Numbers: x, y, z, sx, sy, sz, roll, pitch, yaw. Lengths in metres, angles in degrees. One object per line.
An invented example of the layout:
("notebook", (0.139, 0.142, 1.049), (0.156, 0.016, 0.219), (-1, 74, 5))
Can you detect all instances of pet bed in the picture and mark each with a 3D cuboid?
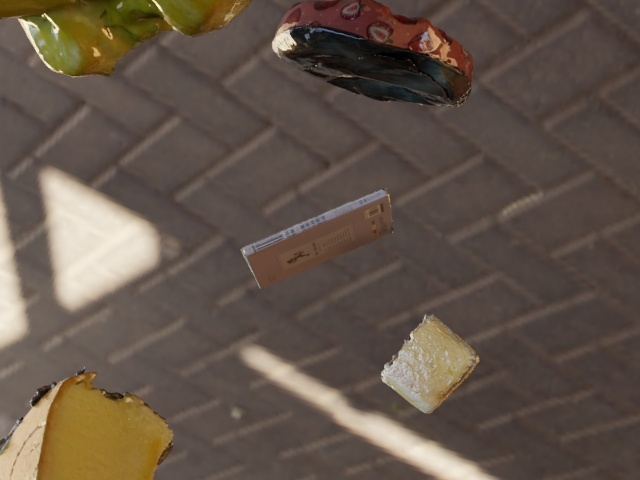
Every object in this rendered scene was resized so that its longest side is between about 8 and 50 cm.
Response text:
("pet bed", (0.050, -0.169, 1.286), (0.201, 0.053, 0.201), (15, 171, 2))

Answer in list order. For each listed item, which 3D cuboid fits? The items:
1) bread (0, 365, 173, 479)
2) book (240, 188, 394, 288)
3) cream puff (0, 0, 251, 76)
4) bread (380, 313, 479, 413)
("bread", (-0.218, 0.208, 1.237), (0.140, 0.160, 0.169), (36, 141, -25))
("book", (0.000, 0.000, 1.648), (0.182, 0.014, 0.127), (-23, 159, -2))
("cream puff", (-0.147, -0.296, 0.936), (0.270, 0.323, 0.274), (-36, 125, 24))
("bread", (0.159, 0.182, 2.039), (0.106, 0.125, 0.082), (40, -175, 4))
